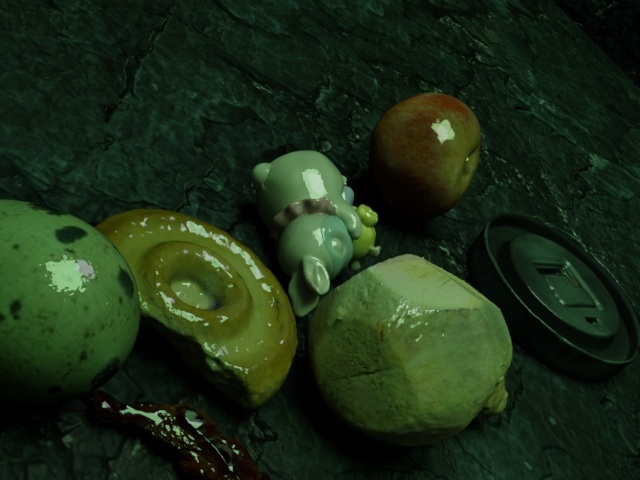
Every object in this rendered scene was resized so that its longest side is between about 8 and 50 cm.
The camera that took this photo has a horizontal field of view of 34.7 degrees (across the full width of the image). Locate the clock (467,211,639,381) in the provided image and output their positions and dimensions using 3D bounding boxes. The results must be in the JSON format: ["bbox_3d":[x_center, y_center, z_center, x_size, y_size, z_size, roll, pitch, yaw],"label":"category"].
[{"bbox_3d":[0.384,0.087,1.673,0.325,0.067,0.325,25,34,-18],"label":"clock"}]

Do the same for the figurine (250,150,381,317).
[{"bbox_3d":[0.000,0.000,1.362,0.155,0.127,0.236,21,39,-42],"label":"figurine"}]

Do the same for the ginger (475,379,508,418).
[{"bbox_3d":[0.169,0.160,1.356,0.122,0.115,0.193,38,16,-43],"label":"ginger"}]

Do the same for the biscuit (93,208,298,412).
[{"bbox_3d":[-0.141,0.057,1.167,0.274,0.091,0.213,31,34,-6],"label":"biscuit"}]

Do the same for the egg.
[{"bbox_3d":[-0.275,0.050,0.961,0.228,0.177,0.177,39,31,15],"label":"egg"}]

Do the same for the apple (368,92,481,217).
[{"bbox_3d":[0.164,-0.139,1.625,0.164,0.210,0.209,21,28,17],"label":"apple"}]

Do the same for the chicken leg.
[{"bbox_3d":[-0.127,0.208,1.024,0.219,0.048,0.089,39,28,3],"label":"chicken leg"}]

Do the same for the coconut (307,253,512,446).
[{"bbox_3d":[0.105,0.130,1.207,0.236,0.197,0.237,13,19,-5],"label":"coconut"}]
